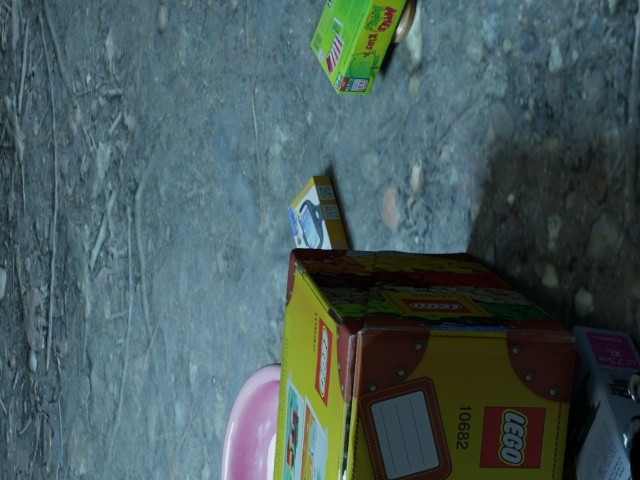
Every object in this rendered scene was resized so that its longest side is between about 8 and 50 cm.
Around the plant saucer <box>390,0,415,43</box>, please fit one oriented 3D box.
[{"bbox_3d":[0.079,-0.261,1.750,0.083,0.013,0.084,0,90,62],"label":"plant saucer"}]

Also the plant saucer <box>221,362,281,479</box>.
[{"bbox_3d":[-0.018,0.311,1.879,0.332,0.084,0.332,0,90,63],"label":"plant saucer"}]

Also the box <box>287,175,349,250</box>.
[{"bbox_3d":[0.000,0.000,1.896,0.081,0.028,0.136,-51,46,51],"label":"box"}]

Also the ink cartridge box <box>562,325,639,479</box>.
[{"bbox_3d":[0.239,0.227,1.297,0.311,0.065,0.186,-102,23,-61],"label":"ink cartridge box"}]

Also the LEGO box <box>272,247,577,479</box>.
[{"bbox_3d":[0.071,0.282,1.484,0.372,0.193,0.500,-131,44,-75],"label":"LEGO box"}]

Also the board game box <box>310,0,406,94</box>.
[{"bbox_3d":[0.048,-0.261,1.746,0.092,0.043,0.181,63,143,41],"label":"board game box"}]

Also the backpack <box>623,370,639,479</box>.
[{"bbox_3d":[0.366,0.163,0.947,0.213,0.276,0.263,-50,38,29],"label":"backpack"}]
